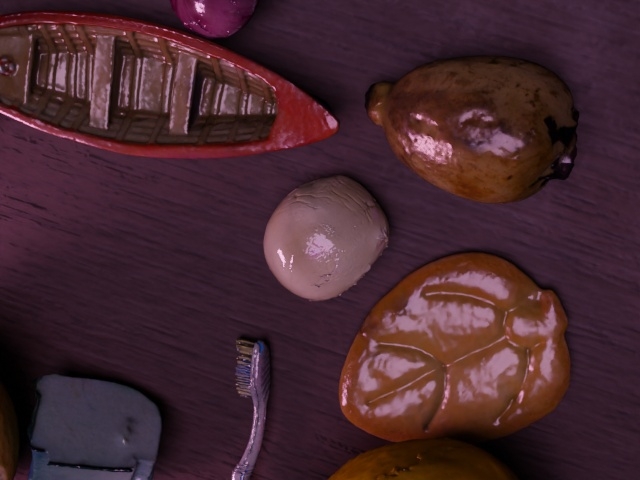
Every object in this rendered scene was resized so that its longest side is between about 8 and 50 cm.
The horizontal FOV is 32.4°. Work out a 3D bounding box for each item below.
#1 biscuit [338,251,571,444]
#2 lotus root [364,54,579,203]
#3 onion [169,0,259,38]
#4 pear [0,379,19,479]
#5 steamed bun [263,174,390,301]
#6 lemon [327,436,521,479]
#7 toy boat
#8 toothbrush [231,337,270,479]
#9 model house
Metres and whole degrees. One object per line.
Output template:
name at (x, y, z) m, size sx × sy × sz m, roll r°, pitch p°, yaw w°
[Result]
biscuit at (0.134, 0.126, 1.144) m, size 0.260 × 0.041 × 0.203 m, roll -27°, pitch 98°, yaw 16°
lotus root at (0.139, -0.108, 1.041) m, size 0.214 × 0.138 × 0.139 m, roll 11°, pitch 107°, yaw 21°
onion at (-0.097, -0.253, 1.068) m, size 0.115 × 0.104 × 0.115 m, roll 28°, pitch 125°, yaw 50°
pear at (-0.454, 0.228, 1.187) m, size 0.271 × 0.271 × 0.271 m, roll 3°, pitch 105°, yaw 11°
steamed bun at (0.000, 0.000, 1.112) m, size 0.130 × 0.091 × 0.112 m, roll -41°, pitch 92°, yaw 19°
lemon at (0.095, 0.342, 1.089) m, size 0.297 × 0.297 × 0.297 m, roll 3°, pitch 105°, yaw 11°
toy boat at (-0.164, -0.152, 1.113) m, size 0.391 × 0.079 × 0.136 m, roll 11°, pitch 105°, yaw 10°
toothbrush at (-0.087, 0.307, 1.231) m, size 0.042 × 0.035 × 0.414 m, roll 10°, pitch 102°, yaw 26°
model house at (-0.261, 0.244, 1.238) m, size 0.148 × 0.119 × 0.149 m, roll 10°, pitch 133°, yaw -14°
